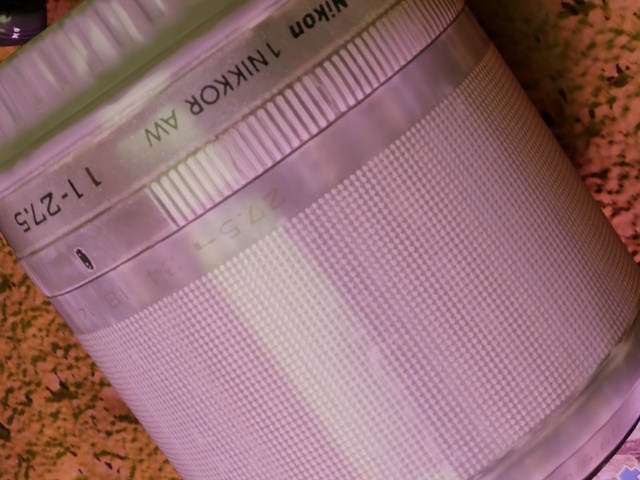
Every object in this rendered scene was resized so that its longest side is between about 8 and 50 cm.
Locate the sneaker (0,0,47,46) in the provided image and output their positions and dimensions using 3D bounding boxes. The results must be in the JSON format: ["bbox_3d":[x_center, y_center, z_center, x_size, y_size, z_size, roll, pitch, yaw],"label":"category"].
[{"bbox_3d":[-0.218,-0.101,0.745,0.170,0.051,0.089,14,120,21],"label":"sneaker"}]

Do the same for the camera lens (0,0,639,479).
[{"bbox_3d":[0.000,0.000,0.601,0.219,0.219,0.274,-29,102,32],"label":"camera lens"}]

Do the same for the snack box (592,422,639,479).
[{"bbox_3d":[0.148,0.115,0.716,0.064,0.022,0.178,44,123,-4],"label":"snack box"}]
